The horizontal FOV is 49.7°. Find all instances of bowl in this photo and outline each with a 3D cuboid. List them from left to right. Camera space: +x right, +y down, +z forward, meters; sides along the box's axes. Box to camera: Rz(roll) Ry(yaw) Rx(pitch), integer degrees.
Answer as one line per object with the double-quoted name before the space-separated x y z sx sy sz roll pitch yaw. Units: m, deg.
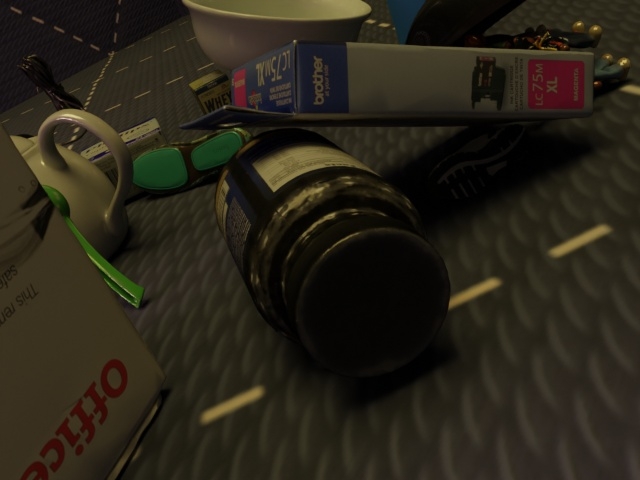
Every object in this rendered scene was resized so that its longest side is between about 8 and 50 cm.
"bowl" -0.072 -0.323 1.116 0.298 0.134 0.297 4 30 -2

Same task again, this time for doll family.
"doll family" 0.220 -0.185 0.714 0.112 0.075 0.193 -11 15 -21

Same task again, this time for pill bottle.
"pill bottle" 0.000 0.000 0.483 0.123 0.122 0.219 -26 26 -6

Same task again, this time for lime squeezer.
"lime squeezer" -0.314 -0.015 0.658 0.059 0.311 0.109 123 159 -56

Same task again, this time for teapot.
"teapot" -0.359 -0.041 0.797 0.256 0.187 0.253 -33 27 -21

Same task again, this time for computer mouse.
"computer mouse" 0.152 -0.267 0.830 0.189 0.072 0.272 -32 3 -25

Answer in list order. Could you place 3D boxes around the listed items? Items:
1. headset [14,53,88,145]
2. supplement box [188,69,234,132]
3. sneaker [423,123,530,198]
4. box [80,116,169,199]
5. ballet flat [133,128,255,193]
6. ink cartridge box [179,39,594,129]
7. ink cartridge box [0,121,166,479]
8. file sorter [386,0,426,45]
"headset" -0.496 -0.105 1.043 0.244 0.185 0.394 -4 43 36
"supplement box" -0.163 -0.221 1.105 0.056 0.083 0.083 -29 25 -6
"sneaker" 0.133 -0.066 0.609 0.109 0.040 0.044 -28 10 -20
"box" -0.278 -0.114 1.002 0.126 0.072 0.137 -27 22 -8
"ballet flat" -0.163 -0.103 0.916 0.189 0.070 0.070 -9 28 24
"ink cartridge box" 0.048 -0.127 0.592 0.311 0.065 0.186 -6 8 -20
"ink cartridge box" -0.288 0.034 0.346 0.166 0.394 0.285 -14 26 25
"file sorter" 0.172 -0.377 1.031 0.118 0.170 0.104 -6 26 33
